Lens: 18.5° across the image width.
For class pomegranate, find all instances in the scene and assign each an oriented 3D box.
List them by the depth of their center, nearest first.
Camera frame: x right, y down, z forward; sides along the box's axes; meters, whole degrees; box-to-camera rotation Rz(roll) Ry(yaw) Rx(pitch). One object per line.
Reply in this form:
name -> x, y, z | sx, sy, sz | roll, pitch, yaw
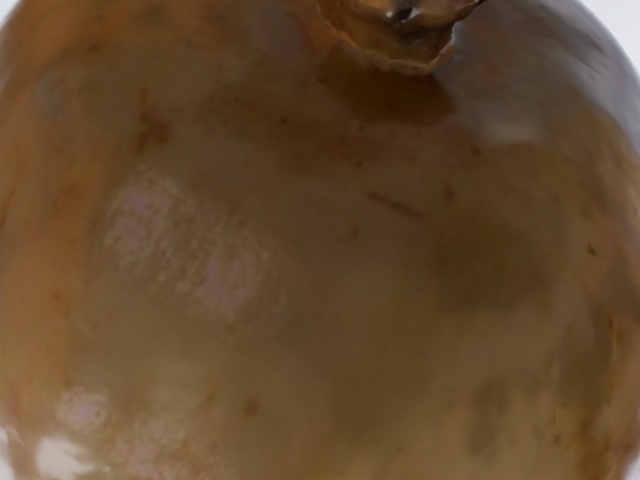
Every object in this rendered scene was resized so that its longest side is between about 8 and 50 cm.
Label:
pomegranate -> 0.000, 0.000, 0.990 | 0.412, 0.411, 0.411 | 5, -130, -6
